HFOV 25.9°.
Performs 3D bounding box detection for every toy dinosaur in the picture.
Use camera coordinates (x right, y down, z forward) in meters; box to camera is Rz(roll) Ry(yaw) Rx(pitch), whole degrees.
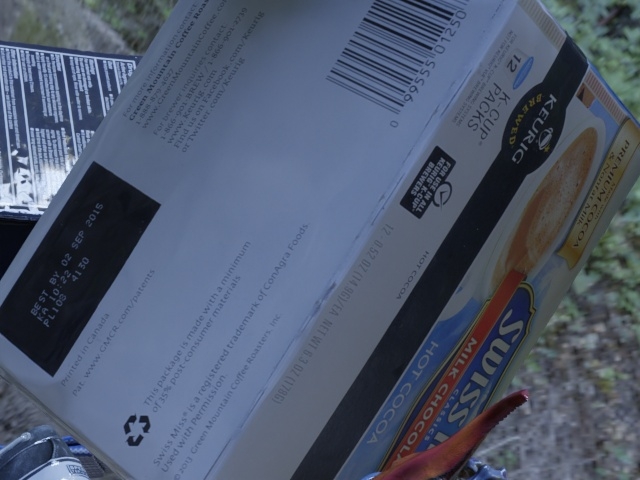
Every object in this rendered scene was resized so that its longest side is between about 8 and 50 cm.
[{"bbox_3d":[0.022,0.087,0.493,0.082,0.047,0.090,0,111,-24],"label":"toy dinosaur"}]

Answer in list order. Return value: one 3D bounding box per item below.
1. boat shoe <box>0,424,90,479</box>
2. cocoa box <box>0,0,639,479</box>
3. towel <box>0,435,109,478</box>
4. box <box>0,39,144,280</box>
[{"bbox_3d":[-0.385,0.301,1.421,0.306,0.113,0.105,-38,58,-5],"label":"boat shoe"},{"bbox_3d":[0.000,0.000,0.872,0.347,0.231,0.228,-58,141,-1],"label":"cocoa box"},{"bbox_3d":[-0.396,0.281,1.787,0.243,0.336,0.040,-4,76,-6],"label":"towel"},{"bbox_3d":[-0.358,-0.087,1.758,0.294,0.183,0.296,4,52,-24],"label":"box"}]
